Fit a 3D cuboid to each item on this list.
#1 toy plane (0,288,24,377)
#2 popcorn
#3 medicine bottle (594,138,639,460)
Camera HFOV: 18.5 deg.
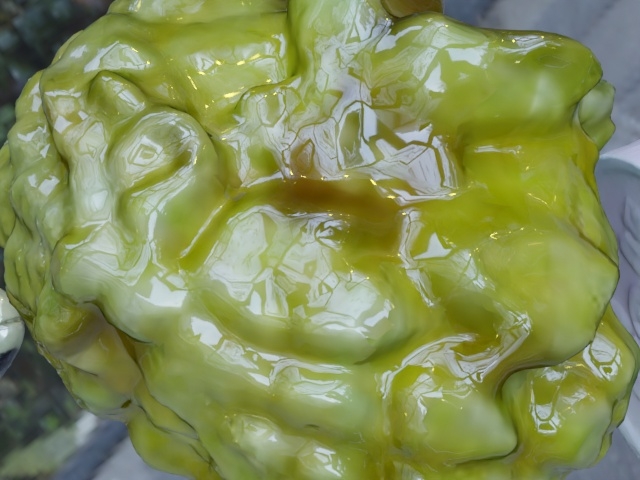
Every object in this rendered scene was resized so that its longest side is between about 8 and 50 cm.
[{"bbox_3d":[-0.234,0.060,0.961,0.244,0.229,0.092,-26,81,35],"label":"toy plane"},{"bbox_3d":[0.000,0.000,0.795,0.258,0.224,0.270,-11,61,3],"label":"popcorn"},{"bbox_3d":[0.323,-0.013,0.936,0.379,0.213,0.213,-20,47,-17],"label":"medicine bottle"}]
